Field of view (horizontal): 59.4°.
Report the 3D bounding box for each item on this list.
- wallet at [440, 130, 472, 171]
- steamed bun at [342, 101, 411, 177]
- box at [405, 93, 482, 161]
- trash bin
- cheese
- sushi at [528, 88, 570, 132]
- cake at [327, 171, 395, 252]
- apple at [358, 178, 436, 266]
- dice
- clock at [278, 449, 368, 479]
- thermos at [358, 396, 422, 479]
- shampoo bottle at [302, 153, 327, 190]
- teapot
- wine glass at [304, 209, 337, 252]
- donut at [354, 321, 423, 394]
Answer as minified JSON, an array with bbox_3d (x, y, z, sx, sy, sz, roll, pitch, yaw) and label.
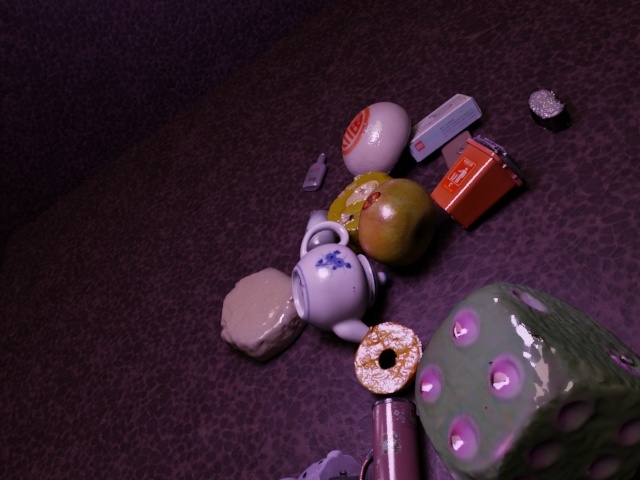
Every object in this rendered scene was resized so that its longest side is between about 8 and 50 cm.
[{"bbox_3d":[0.456,-0.292,1.833,0.117,0.039,0.153,-28,40,18],"label":"wallet"},{"bbox_3d":[0.175,-0.345,1.915,0.283,0.177,0.283,-55,20,32],"label":"steamed bun"},{"bbox_3d":[0.399,-0.381,1.897,0.269,0.079,0.135,-36,20,6],"label":"box"},{"bbox_3d":[0.454,-0.156,1.624,0.239,0.184,0.161,-50,32,10],"label":"trash bin"},{"bbox_3d":[-0.175,0.224,1.797,0.326,0.115,0.318,-27,42,13],"label":"cheese"},{"bbox_3d":[0.694,-0.396,1.711,0.090,0.078,0.150,-37,41,14],"label":"sushi"},{"bbox_3d":[0.147,-0.102,1.818,0.179,0.156,0.260,27,71,41],"label":"cake"},{"bbox_3d":[0.227,-0.049,1.633,0.193,0.261,0.261,22,69,36],"label":"apple"},{"bbox_3d":[0.398,0.293,1.057,0.323,0.318,0.330,-64,25,19],"label":"dice"},{"bbox_3d":[-0.030,0.611,1.305,0.253,0.188,0.189,-32,39,30],"label":"clock"},{"bbox_3d":[0.158,0.527,1.250,0.136,0.110,0.330,5,49,-3],"label":"thermos"},{"bbox_3d":[-0.014,-0.264,2.169,0.079,0.040,0.165,-6,51,36],"label":"shampoo bottle"},{"bbox_3d":[0.065,0.128,1.618,0.279,0.252,0.424,-9,62,-16],"label":"teapot"},{"bbox_3d":[0.000,0.000,1.862,0.111,0.111,0.205,-15,49,28],"label":"wine glass"},{"bbox_3d":[0.180,0.311,1.453,0.174,0.075,0.190,11,69,25],"label":"donut"}]
